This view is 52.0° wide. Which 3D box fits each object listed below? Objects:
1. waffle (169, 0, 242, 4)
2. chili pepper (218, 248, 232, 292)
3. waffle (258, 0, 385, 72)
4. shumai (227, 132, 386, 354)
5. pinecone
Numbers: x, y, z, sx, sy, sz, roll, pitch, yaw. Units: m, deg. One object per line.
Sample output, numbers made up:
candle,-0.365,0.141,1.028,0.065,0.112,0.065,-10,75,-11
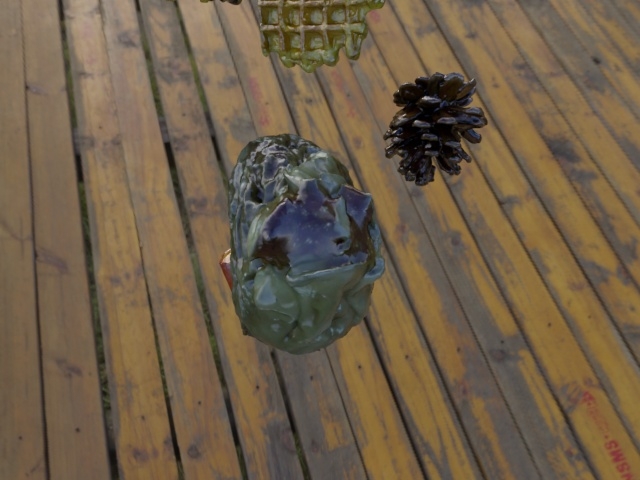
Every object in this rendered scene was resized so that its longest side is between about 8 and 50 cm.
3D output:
waffle,-0.247,-0.327,0.781,0.329,0.062,0.329,4,16,-1
chili pepper,-0.099,0.095,1.134,0.084,0.086,0.192,-33,102,-42
waffle,0.009,-0.375,1.008,0.219,0.229,0.057,7,20,26
shumai,-0.001,0.000,0.712,0.189,0.218,0.255,-7,89,-18
pinecone,0.189,-0.186,1.093,0.150,0.179,0.195,28,97,30
